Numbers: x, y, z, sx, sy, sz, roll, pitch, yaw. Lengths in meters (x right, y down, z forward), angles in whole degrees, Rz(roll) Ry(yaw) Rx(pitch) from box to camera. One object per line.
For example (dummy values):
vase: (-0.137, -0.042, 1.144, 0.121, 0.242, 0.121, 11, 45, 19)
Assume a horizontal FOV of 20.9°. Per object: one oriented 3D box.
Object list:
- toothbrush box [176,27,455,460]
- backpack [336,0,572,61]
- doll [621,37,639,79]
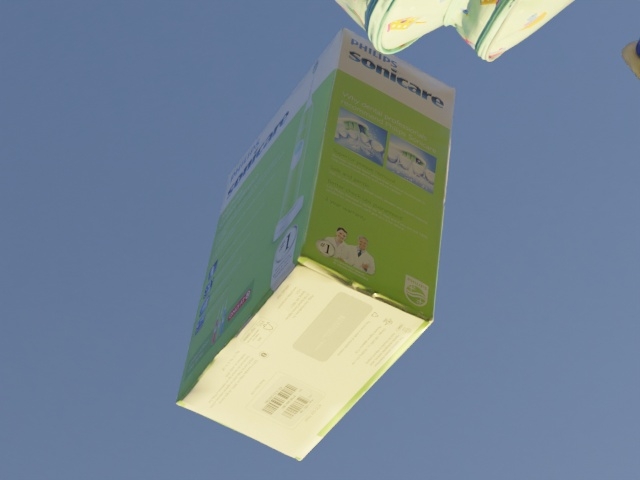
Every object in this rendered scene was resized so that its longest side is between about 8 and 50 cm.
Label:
toothbrush box: (0.000, 0.000, 1.415, 0.122, 0.206, 0.283, 26, -139, -17)
backpack: (0.084, -0.180, 0.923, 0.188, 0.166, 0.144, -31, -100, -15)
doll: (0.261, -0.178, 1.118, 0.129, 0.189, 0.046, 5, -134, -21)
